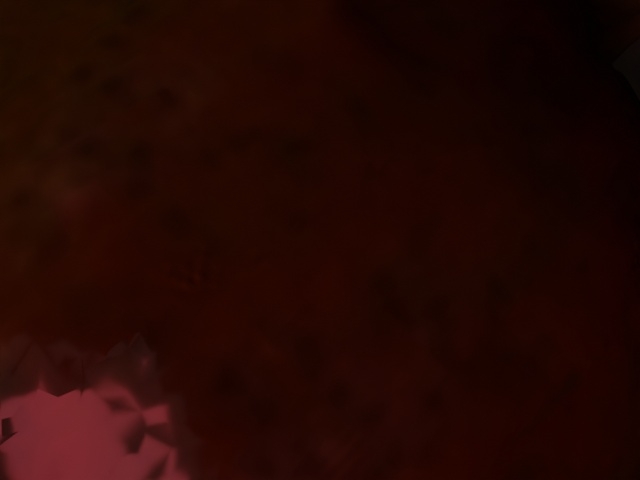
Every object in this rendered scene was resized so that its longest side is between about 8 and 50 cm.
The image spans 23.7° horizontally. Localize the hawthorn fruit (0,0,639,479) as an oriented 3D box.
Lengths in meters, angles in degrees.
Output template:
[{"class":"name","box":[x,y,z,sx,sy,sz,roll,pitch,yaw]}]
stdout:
[{"class":"hawthorn fruit","box":[0.000,0.000,0.465,0.298,0.277,0.277,-38,100,13]}]
